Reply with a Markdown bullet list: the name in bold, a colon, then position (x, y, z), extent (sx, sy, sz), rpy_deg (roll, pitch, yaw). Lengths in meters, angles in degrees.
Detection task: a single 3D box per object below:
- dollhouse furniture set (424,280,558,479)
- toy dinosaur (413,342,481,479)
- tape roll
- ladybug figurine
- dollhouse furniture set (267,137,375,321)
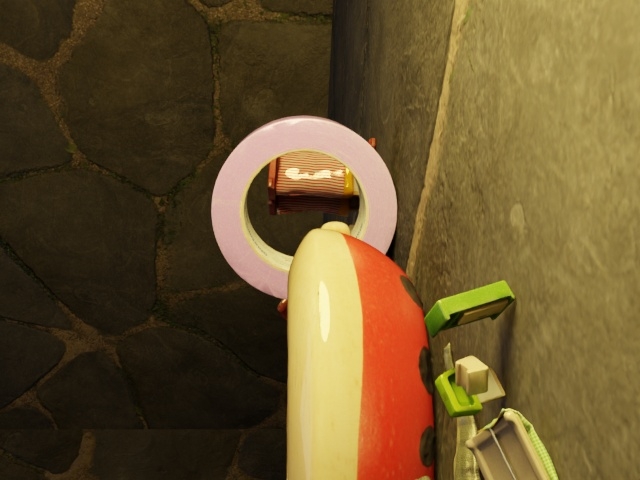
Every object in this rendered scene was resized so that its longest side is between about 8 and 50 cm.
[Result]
- **dollhouse furniture set**: position (0.129, 0.108, 0.456), extent (0.076, 0.058, 0.152), rpy_deg (108, 144, -56)
- **toy dinosaur**: position (0.105, 0.229, 0.530), extent (0.118, 0.064, 0.268), rpy_deg (116, 159, -48)
- **tape roll**: position (-0.025, -0.050, 1.016), extent (0.090, 0.274, 0.275), rpy_deg (-103, 14, -77)
- **ladybug figurine**: position (0.041, 0.197, 0.779), extent (0.305, 0.161, 0.450), rpy_deg (105, 165, -80)
- **dollhouse furniture set**: position (0.000, 0.000, 1.238), extent (0.152, 0.201, 0.374), rpy_deg (99, 172, -70)
